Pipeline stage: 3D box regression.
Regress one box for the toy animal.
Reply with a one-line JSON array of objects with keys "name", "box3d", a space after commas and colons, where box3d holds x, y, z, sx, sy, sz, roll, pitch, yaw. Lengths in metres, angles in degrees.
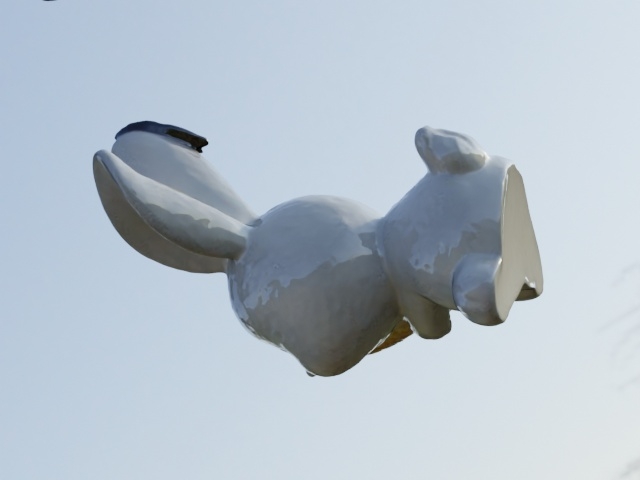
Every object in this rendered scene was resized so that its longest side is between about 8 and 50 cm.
[{"name": "toy animal", "box3d": [0.000, 0.000, 0.759, 0.182, 0.127, 0.131, -8, 9, 17]}]
